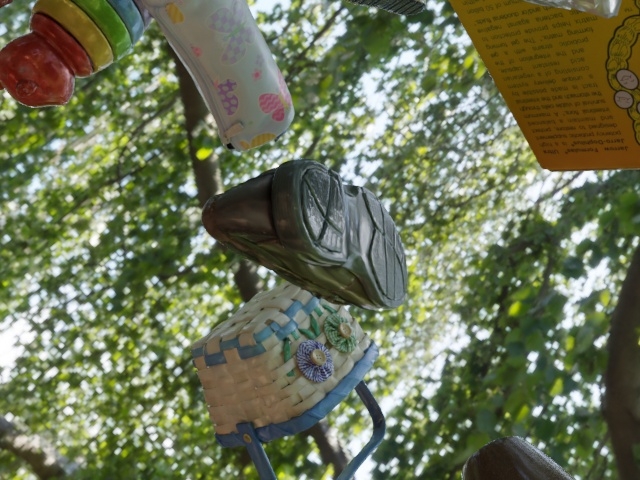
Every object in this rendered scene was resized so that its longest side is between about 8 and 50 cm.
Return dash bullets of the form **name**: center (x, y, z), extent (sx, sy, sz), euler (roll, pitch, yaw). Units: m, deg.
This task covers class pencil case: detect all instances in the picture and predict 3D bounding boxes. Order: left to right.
- **pencil case**: center (-0.133, -0.247, 1.049), extent (0.113, 0.124, 0.273), euler (31, -23, 40)

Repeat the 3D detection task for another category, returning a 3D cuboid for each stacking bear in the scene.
- **stacking bear**: center (-0.371, -0.318, 1.200), extent (0.175, 0.289, 0.164), euler (23, -25, 36)

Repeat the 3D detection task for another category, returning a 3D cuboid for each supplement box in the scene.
- **supplement box**: center (0.249, -0.256, 0.694), extent (0.195, 0.194, 0.356), euler (5, -40, 53)

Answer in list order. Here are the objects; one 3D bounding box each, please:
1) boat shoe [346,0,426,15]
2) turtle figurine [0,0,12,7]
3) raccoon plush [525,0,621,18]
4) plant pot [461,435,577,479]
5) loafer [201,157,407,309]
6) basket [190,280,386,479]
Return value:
- **boat shoe**: center (0.083, -0.397, 1.192), extent (0.066, 0.183, 0.066), euler (-20, -110, 46)
- **turtle figurine**: center (-0.440, -0.314, 0.979), extent (0.274, 0.266, 0.198), euler (-16, -59, 46)
- **raccoon plush**: center (-0.038, -0.301, 0.347), extent (0.446, 0.216, 0.299), euler (17, -74, 3)
- **plant pot**: center (0.288, 0.385, 1.038), extent (0.230, 0.215, 0.215), euler (-117, -169, -46)
- **loafer**: center (0.000, 0.000, 0.639), extent (0.084, 0.096, 0.267), euler (-7, -18, 21)
- **basket**: center (-0.028, 0.216, 1.067), extent (0.201, 0.255, 0.289), euler (-15, -73, 35)
